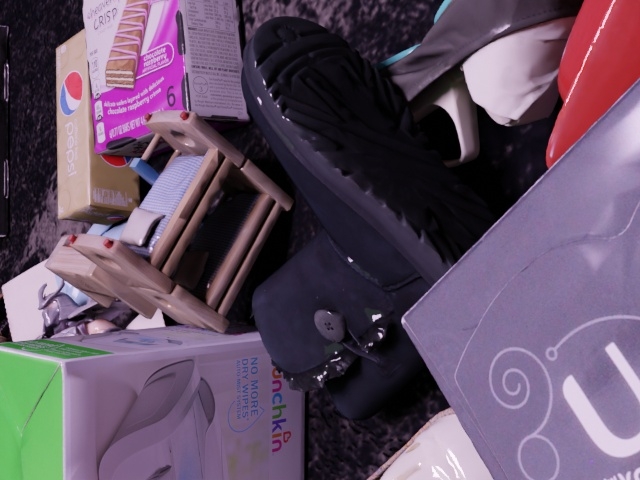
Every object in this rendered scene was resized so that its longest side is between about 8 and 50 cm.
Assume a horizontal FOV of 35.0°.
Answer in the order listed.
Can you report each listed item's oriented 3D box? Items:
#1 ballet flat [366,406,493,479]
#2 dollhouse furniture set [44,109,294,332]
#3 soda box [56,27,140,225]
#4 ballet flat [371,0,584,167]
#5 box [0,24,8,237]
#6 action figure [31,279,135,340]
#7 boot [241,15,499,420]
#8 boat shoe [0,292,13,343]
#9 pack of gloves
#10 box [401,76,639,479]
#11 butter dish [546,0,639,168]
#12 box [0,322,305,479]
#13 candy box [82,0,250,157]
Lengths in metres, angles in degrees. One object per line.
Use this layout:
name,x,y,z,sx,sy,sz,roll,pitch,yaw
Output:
ballet flat,0.066,0.189,0.676,0.316,0.106,0.108,-51,56,34
dollhouse furniture set,-0.149,-0.019,0.849,0.183,0.129,0.129,6,62,47
soda box,-0.219,-0.109,0.994,0.061,0.058,0.181,-17,71,44
ballet flat,0.099,-0.107,0.657,0.280,0.095,0.096,-35,76,53
box,-0.508,-0.128,1.124,0.079,0.322,0.257,0,91,45
action figure,-0.226,0.163,0.951,0.185,0.099,0.285,-39,60,37
boot,0.000,0.000,0.688,0.246,0.094,0.207,47,137,-1
boat shoe,-0.378,0.118,1.109,0.183,0.066,0.066,-76,9,-54
pack of gloves,-0.230,0.090,1.049,0.232,0.046,0.195,-31,67,33
box,0.198,0.034,0.413,0.165,0.270,0.143,-51,56,35
butter dish,0.192,-0.106,0.531,0.118,0.159,0.160,-117,45,-57
box,-0.134,0.205,0.798,0.126,0.231,0.262,2,92,46
candy box,-0.148,-0.205,0.922,0.159,0.071,0.233,-12,81,47
